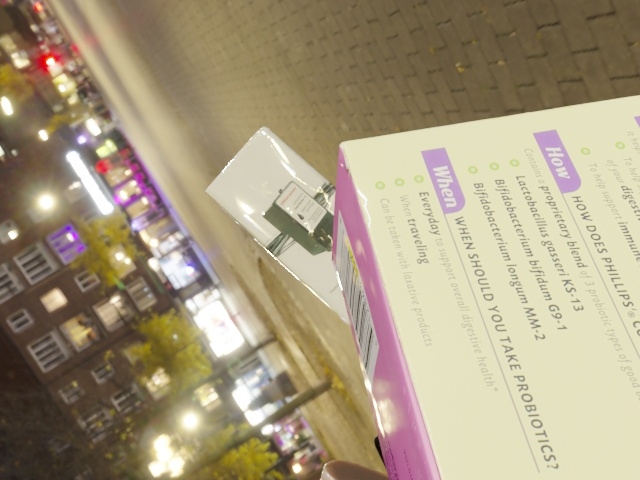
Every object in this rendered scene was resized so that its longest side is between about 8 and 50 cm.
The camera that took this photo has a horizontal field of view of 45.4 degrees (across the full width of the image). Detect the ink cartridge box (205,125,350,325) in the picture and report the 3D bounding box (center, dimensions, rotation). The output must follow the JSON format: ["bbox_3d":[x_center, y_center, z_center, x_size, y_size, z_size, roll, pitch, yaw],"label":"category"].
[{"bbox_3d":[0.000,0.000,0.750,0.208,0.087,0.153,43,177,8],"label":"ink cartridge box"}]

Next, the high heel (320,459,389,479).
[{"bbox_3d":[0.134,0.292,0.463,0.377,0.181,0.127,23,-175,20],"label":"high heel"}]

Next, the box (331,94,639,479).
[{"bbox_3d":[0.146,0.048,0.385,0.117,0.243,0.213,91,166,-58],"label":"box"}]

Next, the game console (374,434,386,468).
[{"bbox_3d":[0.140,0.248,0.872,0.122,0.071,0.107,-35,78,43],"label":"game console"}]
